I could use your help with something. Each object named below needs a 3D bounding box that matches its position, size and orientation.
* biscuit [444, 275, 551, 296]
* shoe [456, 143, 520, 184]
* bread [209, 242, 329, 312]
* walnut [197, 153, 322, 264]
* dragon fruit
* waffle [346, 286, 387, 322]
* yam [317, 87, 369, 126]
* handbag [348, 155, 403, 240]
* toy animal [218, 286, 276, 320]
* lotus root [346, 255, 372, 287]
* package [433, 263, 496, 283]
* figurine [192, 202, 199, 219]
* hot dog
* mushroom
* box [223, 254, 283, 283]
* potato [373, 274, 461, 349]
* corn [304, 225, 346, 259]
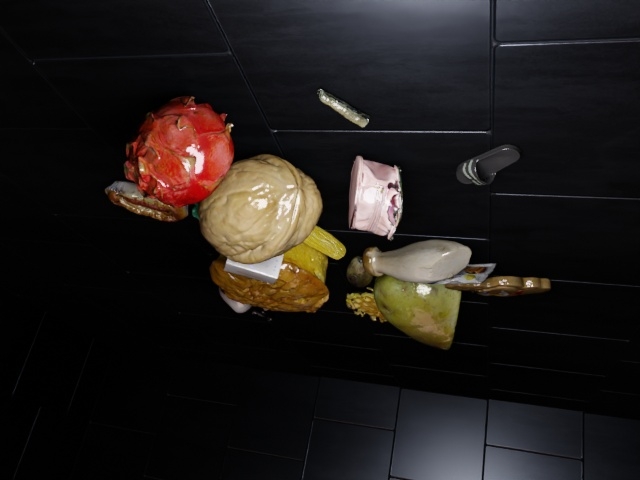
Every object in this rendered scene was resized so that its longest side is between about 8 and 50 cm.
[{"bbox_3d":[0.546,0.143,1.861,0.319,0.047,0.183,5,163,-10],"label":"biscuit"},{"bbox_3d":[0.371,-0.157,1.352,0.071,0.049,0.179,24,153,-23],"label":"shoe"},{"bbox_3d":[-0.149,0.103,1.947,0.397,0.215,0.398,9,154,4],"label":"bread"},{"bbox_3d":[-0.153,-0.081,1.511,0.277,0.252,0.313,40,138,-25],"label":"walnut"},{"bbox_3d":[-0.314,-0.193,1.345,0.240,0.252,0.241,11,124,16],"label":"dragon fruit"},{"bbox_3d":[0.232,0.259,2.289,0.280,0.060,0.262,9,155,5],"label":"waffle"},{"bbox_3d":[0.044,-0.279,1.266,0.129,0.027,0.033,25,151,-24],"label":"yam"},{"bbox_3d":[0.131,-0.101,1.437,0.116,0.179,0.205,5,156,-1],"label":"handbag"},{"bbox_3d":[-0.255,0.178,2.194,0.235,0.187,0.165,13,122,-12],"label":"toy animal"},{"bbox_3d":[0.130,0.104,1.979,0.089,0.081,0.179,7,156,6],"label":"lotus root"},{"bbox_3d":[0.423,0.102,1.793,0.173,0.027,0.171,-2,-163,29],"label":"package"},{"bbox_3d":[-0.304,-0.068,1.788,0.111,0.102,0.195,-13,151,20],"label":"figurine"},{"bbox_3d":[-0.521,-0.117,1.811,0.252,0.069,0.131,16,156,-6],"label":"hot dog"},{"bbox_3d":[0.280,0.061,1.779,0.350,0.128,0.128,-3,152,37],"label":"mushroom"},{"bbox_3d":[-0.171,-0.009,1.688,0.149,0.233,0.067,16,156,-8],"label":"box"},{"bbox_3d":[0.310,0.235,2.024,0.279,0.213,0.330,10,154,3],"label":"potato"},{"bbox_3d":[0.000,0.000,1.831,0.067,0.067,0.206,-13,146,43],"label":"corn"}]
